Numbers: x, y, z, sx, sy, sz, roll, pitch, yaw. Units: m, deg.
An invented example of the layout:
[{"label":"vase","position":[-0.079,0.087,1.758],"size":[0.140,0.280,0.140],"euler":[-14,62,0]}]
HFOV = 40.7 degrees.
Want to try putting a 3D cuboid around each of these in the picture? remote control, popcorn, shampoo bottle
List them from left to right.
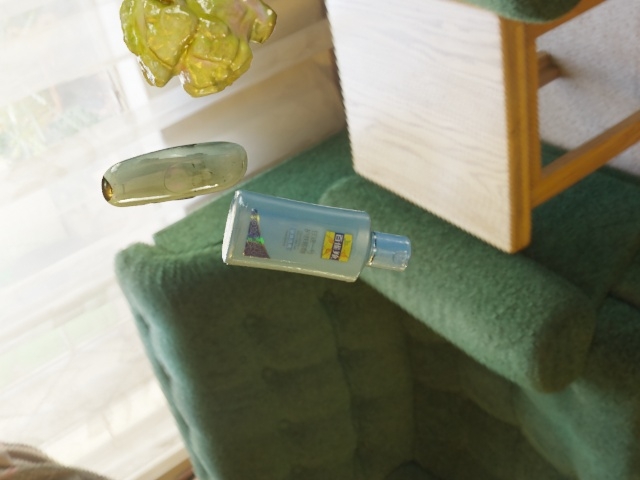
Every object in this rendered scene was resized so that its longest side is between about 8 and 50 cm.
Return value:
[{"label":"remote control","position":[-0.233,-0.106,1.417],"size":[0.045,0.256,0.097],"euler":[43,141,51]},{"label":"popcorn","position":[-0.106,-0.188,0.732],"size":[0.126,0.145,0.126],"euler":[45,112,-4]},{"label":"shampoo bottle","position":[0.000,0.000,1.189],"size":[0.061,0.258,0.104],"euler":[-130,51,-69]}]
